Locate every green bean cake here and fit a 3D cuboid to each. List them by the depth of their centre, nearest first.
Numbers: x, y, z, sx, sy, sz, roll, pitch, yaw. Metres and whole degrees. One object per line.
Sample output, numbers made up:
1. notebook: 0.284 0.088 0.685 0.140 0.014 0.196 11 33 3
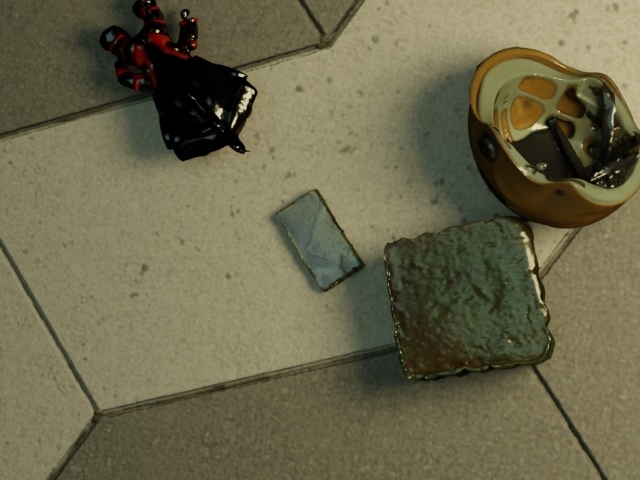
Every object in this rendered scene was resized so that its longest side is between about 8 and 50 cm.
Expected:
1. green bean cake: 0.175 0.070 1.868 0.181 0.094 0.173 -13 84 16

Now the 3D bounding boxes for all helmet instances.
1. helmet: 0.254 -0.100 1.819 0.224 0.198 0.130 47 141 24

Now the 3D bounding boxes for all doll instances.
1. doll: -0.165 -0.192 1.984 0.248 0.088 0.127 45 120 22

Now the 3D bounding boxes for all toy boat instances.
1. toy boat: 0.000 0.000 1.960 0.063 0.016 0.115 -33 79 13
